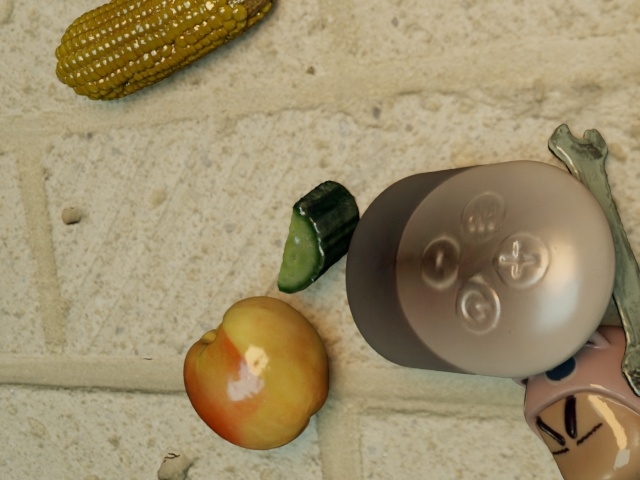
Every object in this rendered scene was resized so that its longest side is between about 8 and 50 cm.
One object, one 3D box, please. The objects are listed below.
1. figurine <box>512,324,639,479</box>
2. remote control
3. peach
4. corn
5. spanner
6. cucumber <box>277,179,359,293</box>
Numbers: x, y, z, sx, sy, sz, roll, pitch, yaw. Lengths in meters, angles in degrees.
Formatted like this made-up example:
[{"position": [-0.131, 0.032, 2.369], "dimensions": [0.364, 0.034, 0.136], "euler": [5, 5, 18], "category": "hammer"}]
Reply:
[{"position": [0.335, 0.205, 0.773], "dimensions": [0.287, 0.186, 0.176], "euler": [38, 136, -3], "category": "figurine"}, {"position": [0.152, 0.030, 0.810], "dimensions": [0.332, 0.103, 0.221], "euler": [-4, 76, 48], "category": "remote control"}, {"position": [-0.074, 0.166, 0.941], "dimensions": [0.184, 0.184, 0.184], "euler": [4, 100, 23], "category": "peach"}, {"position": [-0.207, -0.263, 0.957], "dimensions": [0.321, 0.119, 0.119], "euler": [-18, 91, 20], "category": "corn"}, {"position": [0.297, 0.013, 0.762], "dimensions": [0.071, 0.017, 0.302], "euler": [-7, 67, -7], "category": "spanner"}, {"position": [0.000, 0.000, 0.915], "dimensions": [0.062, 0.115, 0.116], "euler": [21, 116, 19], "category": "cucumber"}]
